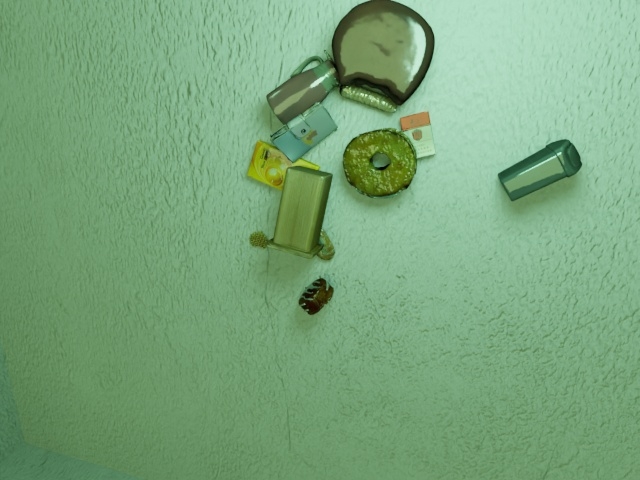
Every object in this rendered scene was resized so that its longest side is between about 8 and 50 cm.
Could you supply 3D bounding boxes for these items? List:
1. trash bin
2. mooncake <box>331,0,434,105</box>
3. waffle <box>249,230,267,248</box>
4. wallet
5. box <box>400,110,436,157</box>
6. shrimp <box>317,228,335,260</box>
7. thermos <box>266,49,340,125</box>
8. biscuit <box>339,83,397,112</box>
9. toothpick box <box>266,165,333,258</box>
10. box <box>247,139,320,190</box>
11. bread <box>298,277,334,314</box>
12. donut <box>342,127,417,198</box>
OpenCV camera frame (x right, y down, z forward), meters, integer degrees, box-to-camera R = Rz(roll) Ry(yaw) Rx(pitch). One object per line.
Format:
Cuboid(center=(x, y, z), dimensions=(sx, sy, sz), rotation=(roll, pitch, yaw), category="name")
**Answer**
Cuboid(center=(0.714, -0.231, 1.336), dimensions=(0.236, 0.177, 0.101), rotation=(-29, 99, 26), category="trash bin")
Cuboid(center=(0.211, -0.606, 1.343), dimensions=(0.325, 0.174, 0.334), rotation=(-12, 102, 16), category="mooncake")
Cuboid(center=(-0.269, -0.001, 1.766), dimensions=(0.085, 0.016, 0.078), rotation=(-4, 103, 16), category="waffle")
Cuboid(center=(-0.060, -0.397, 1.494), dimensions=(0.231, 0.170, 0.069), rotation=(-35, 58, 12), category="wallet")
Cuboid(center=(0.348, -0.373, 1.456), dimensions=(0.100, 0.048, 0.152), rotation=(-11, 107, 17), category="box")
Cuboid(center=(0.000, 0.000, 1.678), dimensions=(0.091, 0.043, 0.184), rotation=(-13, 105, 22), category="shrimp")
Cuboid(center=(-0.053, -0.547, 1.464), dimensions=(0.265, 0.146, 0.176), rotation=(-33, 72, 18), category="thermos")
Cuboid(center=(0.169, -0.506, 1.452), dimensions=(0.219, 0.061, 0.055), rotation=(21, 149, 7), category="biscuit")
Cuboid(center=(-0.067, -0.113, 1.544), dimensions=(0.187, 0.190, 0.308), rotation=(16, 106, 12), category="toothpick box")
Cuboid(center=(-0.149, -0.277, 1.626), dimensions=(0.269, 0.043, 0.152), rotation=(24, 111, 5), category="box")
Cuboid(center=(-0.021, 0.231, 1.698), dimensions=(0.073, 0.160, 0.160), rotation=(42, 114, -15), category="bread")
Cuboid(center=(0.223, -0.286, 1.472), dimensions=(0.272, 0.107, 0.272), rotation=(12, 119, 21), category="donut")
